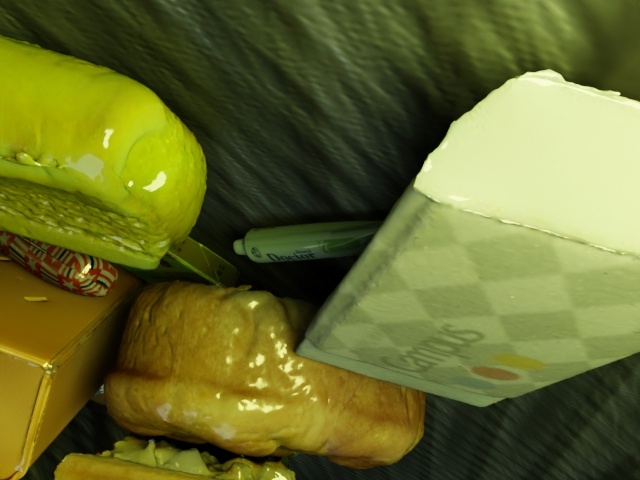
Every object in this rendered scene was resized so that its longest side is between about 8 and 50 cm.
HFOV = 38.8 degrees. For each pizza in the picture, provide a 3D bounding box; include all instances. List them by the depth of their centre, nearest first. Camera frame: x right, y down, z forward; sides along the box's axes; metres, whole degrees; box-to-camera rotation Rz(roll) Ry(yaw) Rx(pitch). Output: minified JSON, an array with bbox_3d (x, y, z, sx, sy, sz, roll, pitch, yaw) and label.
[{"bbox_3d":[-0.112,0.255,0.922,0.324,0.089,0.223,16,160,-18],"label":"pizza"}]

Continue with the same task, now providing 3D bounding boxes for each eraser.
[{"bbox_3d":[0.116,0.032,0.586,0.213,0.082,0.397,16,160,-5],"label":"eraser"}]

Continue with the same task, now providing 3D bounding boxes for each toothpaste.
[{"bbox_3d":[0.000,0.000,0.717,0.197,0.029,0.048,-4,159,42],"label":"toothpaste"}]

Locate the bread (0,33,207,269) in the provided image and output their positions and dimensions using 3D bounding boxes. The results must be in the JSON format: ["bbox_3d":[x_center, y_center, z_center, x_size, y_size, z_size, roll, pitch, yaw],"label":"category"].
[{"bbox_3d":[-0.255,-0.091,0.599,0.384,0.112,0.166,16,155,12],"label":"bread"}]

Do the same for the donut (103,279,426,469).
[{"bbox_3d":[-0.047,0.139,0.893,0.299,0.150,0.317,8,167,15],"label":"donut"}]

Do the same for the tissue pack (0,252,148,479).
[{"bbox_3d":[-0.317,0.101,0.929,0.195,0.145,0.274,17,-162,4],"label":"tissue pack"}]

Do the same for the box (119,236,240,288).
[{"bbox_3d":[-0.185,-0.003,0.887,0.121,0.030,0.193,0,153,44],"label":"box"}]

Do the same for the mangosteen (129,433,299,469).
[{"bbox_3d":[-0.123,0.222,1.129,0.243,0.242,0.243,18,160,7],"label":"mangosteen"}]

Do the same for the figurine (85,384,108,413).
[{"bbox_3d":[-0.293,0.161,1.254,0.309,0.143,0.308,19,158,8],"label":"figurine"}]

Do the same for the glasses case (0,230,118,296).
[{"bbox_3d":[-0.282,0.009,0.916,0.195,0.049,0.073,26,172,32],"label":"glasses case"}]
